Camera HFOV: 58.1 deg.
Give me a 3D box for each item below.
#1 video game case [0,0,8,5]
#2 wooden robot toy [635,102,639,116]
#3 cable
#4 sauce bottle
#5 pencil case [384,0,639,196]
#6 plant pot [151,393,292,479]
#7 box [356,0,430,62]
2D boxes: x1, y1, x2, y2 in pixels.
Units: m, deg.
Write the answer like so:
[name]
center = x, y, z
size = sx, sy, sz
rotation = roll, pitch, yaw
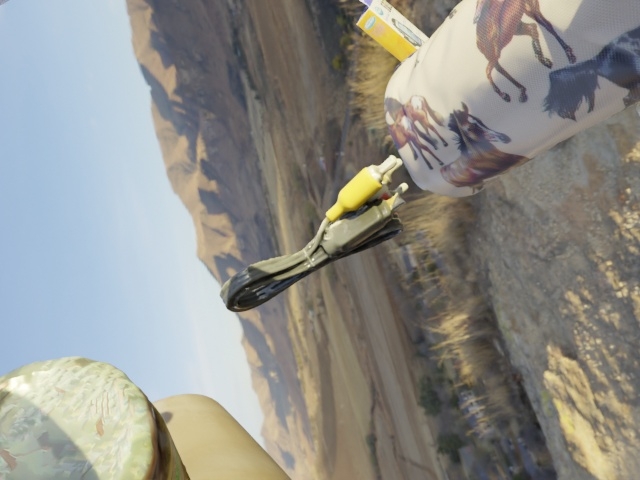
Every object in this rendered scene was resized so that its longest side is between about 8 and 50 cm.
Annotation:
[video game case]
center = -0.140, -0.194, 0.323
size = 0.011, 0.087, 0.122
rotation = 35, -120, -44
[wooden robot toy]
center = 0.400, -0.192, 0.612
size = 0.079, 0.076, 0.173
rotation = -81, 12, -45
[cable]
center = 0.000, 0.000, 0.760
size = 0.072, 0.287, 0.139
rotation = 61, -172, 25
[sauce bottle]
center = -0.133, 0.206, 0.400
size = 0.344, 0.111, 0.111
rotation = 91, 163, -51
[pencil case]
center = 0.199, -0.180, 0.435
size = 0.183, 0.160, 0.410
rotation = -69, 12, -22
[plant pot]
center = -0.175, 0.376, 0.793
size = 0.280, 0.323, 0.323
rotation = 50, 156, 46
[box]
center = 0.097, -0.251, 0.707
size = 0.028, 0.136, 0.081
rotation = -48, 13, 34
